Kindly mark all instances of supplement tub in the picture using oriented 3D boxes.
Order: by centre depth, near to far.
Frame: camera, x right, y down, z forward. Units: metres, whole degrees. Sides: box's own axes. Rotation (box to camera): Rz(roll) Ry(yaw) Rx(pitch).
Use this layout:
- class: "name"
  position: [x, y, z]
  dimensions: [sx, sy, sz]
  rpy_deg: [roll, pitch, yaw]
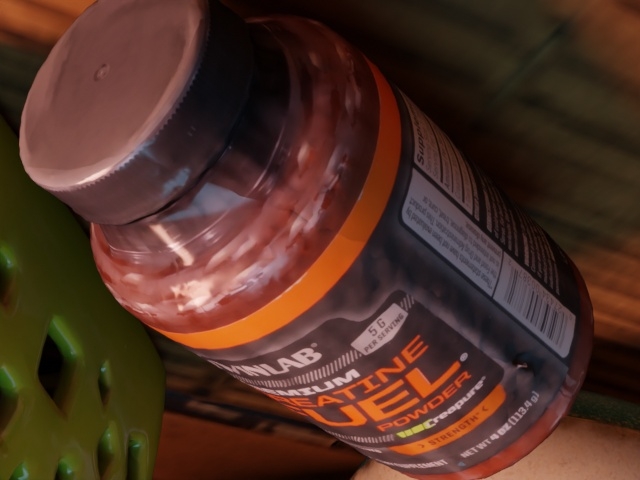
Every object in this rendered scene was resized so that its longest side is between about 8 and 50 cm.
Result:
- class: "supplement tub"
  position: [0.000, 0.000, 0.390]
  dimensions: [0.106, 0.106, 0.198]
  rpy_deg: [-25, 139, 28]

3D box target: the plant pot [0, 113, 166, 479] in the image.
- class: "plant pot"
  position: [-0.194, 0.095, 0.426]
  dimensions: [0.228, 0.207, 0.227]
  rpy_deg: [-10, 143, 9]

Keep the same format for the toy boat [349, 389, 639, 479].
- class: "toy boat"
  position: [0.150, 0.169, 0.626]
  dimensions: [0.318, 0.148, 0.267]
  rpy_deg: [14, 137, -9]
